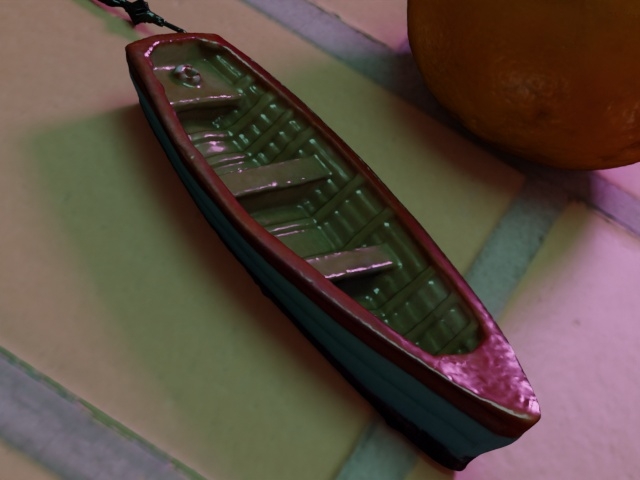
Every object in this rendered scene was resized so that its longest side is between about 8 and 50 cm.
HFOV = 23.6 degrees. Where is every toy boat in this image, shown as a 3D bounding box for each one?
[{"bbox_3d":[0.000,0.000,1.013,0.136,0.079,0.392,-14,53,-41],"label":"toy boat"}]

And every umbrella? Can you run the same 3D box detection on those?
[{"bbox_3d":[-0.161,-0.189,1.176,0.149,0.022,0.022,34,2,9],"label":"umbrella"}]

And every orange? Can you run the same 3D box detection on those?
[{"bbox_3d":[0.196,-0.186,1.203,0.261,0.261,0.261,15,41,-14],"label":"orange"}]
